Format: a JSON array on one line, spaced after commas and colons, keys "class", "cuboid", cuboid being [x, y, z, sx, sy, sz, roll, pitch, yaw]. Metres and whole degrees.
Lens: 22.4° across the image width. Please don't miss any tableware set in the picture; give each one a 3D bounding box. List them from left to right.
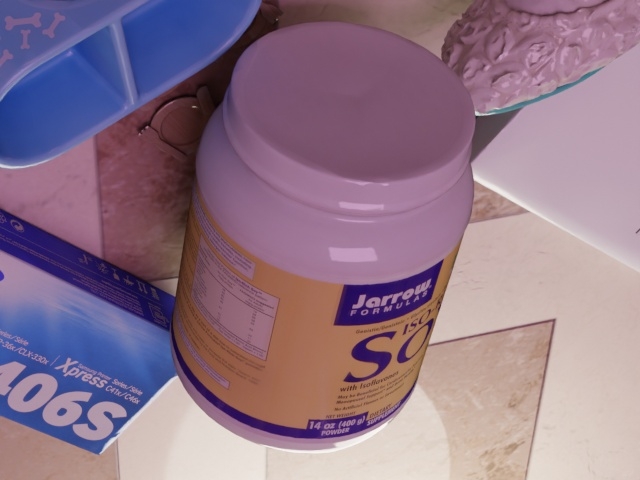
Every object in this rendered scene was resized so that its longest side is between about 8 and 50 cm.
[{"class": "tableware set", "cuboid": [-0.097, -0.145, 1.425, 0.168, 0.020, 0.141, -31, 134, 4]}]

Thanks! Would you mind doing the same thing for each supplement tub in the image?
[{"class": "supplement tub", "cuboid": [0.000, 0.000, 1.421, 0.241, 0.241, 0.331, -6, 137, -19]}]

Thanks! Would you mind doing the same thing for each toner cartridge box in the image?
[{"class": "toner cartridge box", "cuboid": [-0.291, 0.071, 1.491, 0.347, 0.075, 0.165, 29, 112, -39]}]

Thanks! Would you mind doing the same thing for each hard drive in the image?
[{"class": "hard drive", "cuboid": [0.325, -0.096, 1.631, 0.353, 0.047, 0.233, 25, 116, -38]}]

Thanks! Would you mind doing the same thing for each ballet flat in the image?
[{"class": "ballet flat", "cuboid": [0.271, -0.257, 1.410, 0.408, 0.147, 0.147, -28, 135, -10]}]

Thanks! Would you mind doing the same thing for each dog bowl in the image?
[{"class": "dog bowl", "cuboid": [-0.171, -0.162, 1.272, 0.297, 0.074, 0.166, -34, 157, -15]}]
